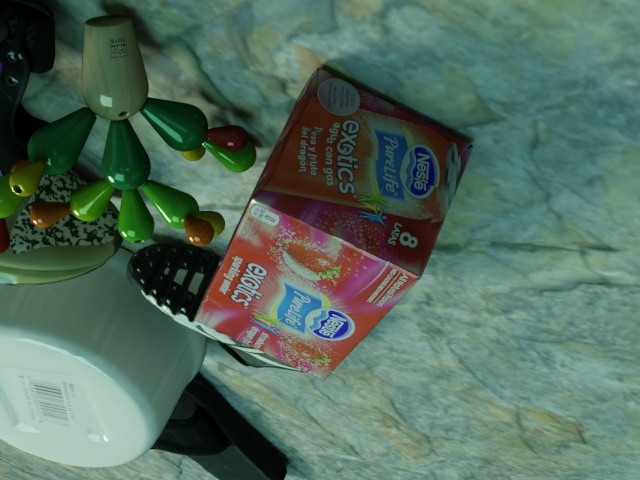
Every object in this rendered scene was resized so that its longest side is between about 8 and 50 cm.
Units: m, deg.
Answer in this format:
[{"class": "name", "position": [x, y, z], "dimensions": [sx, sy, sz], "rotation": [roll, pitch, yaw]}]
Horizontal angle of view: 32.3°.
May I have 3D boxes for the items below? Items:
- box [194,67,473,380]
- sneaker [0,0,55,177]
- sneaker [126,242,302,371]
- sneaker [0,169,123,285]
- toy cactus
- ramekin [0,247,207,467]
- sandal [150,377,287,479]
[{"class": "box", "position": [0.000, 0.000, 0.854], "dimensions": [0.128, 0.122, 0.257], "rotation": [26, 153, -5]}, {"class": "sneaker", "position": [-0.274, -0.167, 0.817], "dimensions": [0.146, 0.102, 0.293], "rotation": [-14, 126, -1]}, {"class": "sneaker", "position": [-0.087, 0.079, 1.115], "dimensions": [0.234, 0.078, 0.106], "rotation": [21, 150, 2]}, {"class": "sneaker", "position": [-0.333, -0.103, 0.940], "dimensions": [0.410, 0.158, 0.182], "rotation": [31, 135, -23]}, {"class": "toy cactus", "position": [-0.152, -0.074, 0.828], "dimensions": [0.219, 0.112, 0.180], "rotation": [-8, 117, -12]}, {"class": "ramekin", "position": [-0.278, 0.131, 1.224], "dimensions": [0.277, 0.135, 0.277], "rotation": [10, 137, 10]}, {"class": "sandal", "position": [-0.201, 0.249, 1.473], "dimensions": [0.168, 0.107, 0.446], "rotation": [-4, 141, 41]}]
